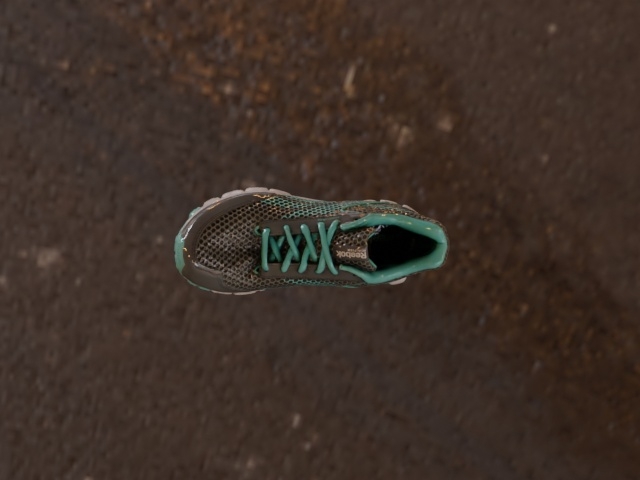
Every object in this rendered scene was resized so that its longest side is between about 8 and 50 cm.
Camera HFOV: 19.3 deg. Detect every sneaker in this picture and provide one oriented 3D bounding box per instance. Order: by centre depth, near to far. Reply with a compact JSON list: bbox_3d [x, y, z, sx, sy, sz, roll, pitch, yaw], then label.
[{"bbox_3d":[0.000,0.000,1.082,0.166,0.065,0.076,-5,3,-23],"label":"sneaker"}]
